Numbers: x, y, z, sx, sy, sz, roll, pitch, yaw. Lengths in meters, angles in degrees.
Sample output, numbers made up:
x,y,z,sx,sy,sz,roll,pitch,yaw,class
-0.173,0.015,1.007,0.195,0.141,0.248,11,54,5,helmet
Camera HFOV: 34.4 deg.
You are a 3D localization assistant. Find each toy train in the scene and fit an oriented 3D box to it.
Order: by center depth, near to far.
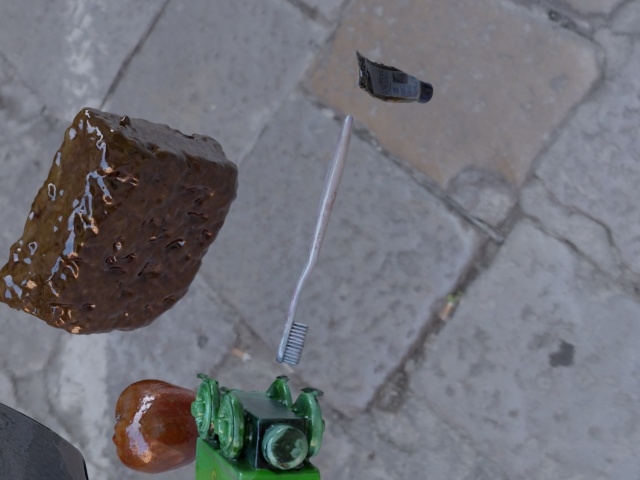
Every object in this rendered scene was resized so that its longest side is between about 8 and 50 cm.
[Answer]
x,y,z,sx,sy,sz,roll,pitch,yaw,class
-0.080,0.263,1.255,0.243,0.132,0.188,-177,89,-70,toy train

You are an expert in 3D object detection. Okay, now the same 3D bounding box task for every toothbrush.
x,y,z,sx,sy,sz,roll,pitch,yaw,class
0.000,0.000,1.233,0.030,0.025,0.307,15,90,5,toothbrush

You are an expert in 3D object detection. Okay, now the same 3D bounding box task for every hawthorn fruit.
x,y,z,sx,sy,sz,roll,pitch,yaw,class
-0.222,0.266,1.463,0.138,0.133,0.133,-4,66,-5,hawthorn fruit

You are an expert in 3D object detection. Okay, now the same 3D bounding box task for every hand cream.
x,y,z,sx,sy,sz,roll,pitch,yaw,class
0.109,-0.244,1.598,0.039,0.163,0.062,-14,72,45,hand cream

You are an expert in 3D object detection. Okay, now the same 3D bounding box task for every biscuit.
x,y,z,sx,sy,sz,roll,pitch,yaw,class
-0.348,-0.022,1.850,0.166,0.343,0.395,39,109,32,biscuit

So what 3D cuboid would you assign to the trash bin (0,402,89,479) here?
x,y,z,sx,sy,sz,roll,pitch,yaw,class
-0.235,0.209,0.623,0.182,0.209,0.290,-60,20,6,trash bin
